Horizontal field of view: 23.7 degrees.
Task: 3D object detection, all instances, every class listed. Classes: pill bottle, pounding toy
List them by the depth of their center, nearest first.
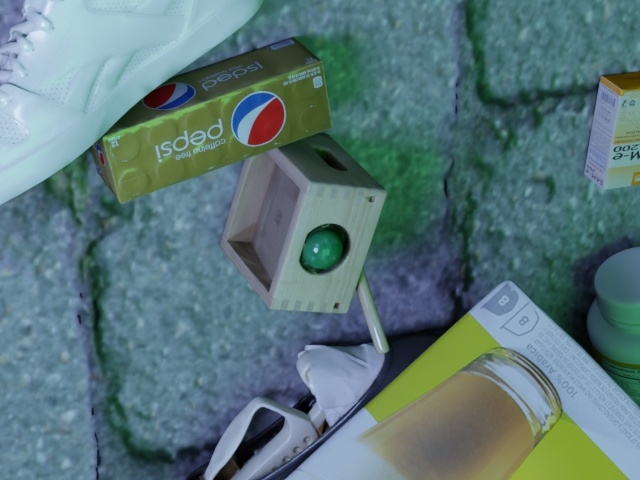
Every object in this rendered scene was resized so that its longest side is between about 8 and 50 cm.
[{"bbox_3d":[0.000,0.000,1.212,0.100,0.141,0.130,5,115,-30],"label":"pounding toy"},{"bbox_3d":[0.323,0.112,1.460,0.117,0.117,0.215,-29,126,-10],"label":"pill bottle"}]

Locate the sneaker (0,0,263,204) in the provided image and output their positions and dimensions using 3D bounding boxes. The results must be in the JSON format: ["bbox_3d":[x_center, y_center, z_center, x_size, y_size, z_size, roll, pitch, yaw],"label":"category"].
[{"bbox_3d":[-0.193,-0.156,1.053,0.292,0.108,0.169,-41,127,-13],"label":"sneaker"}]

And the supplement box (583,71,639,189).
[{"bbox_3d":[0.278,-0.099,1.366,0.062,0.036,0.098,-9,121,-22],"label":"supplement box"}]

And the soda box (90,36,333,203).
[{"bbox_3d":[-0.086,-0.093,1.166,0.181,0.058,0.061,-21,125,-16],"label":"soda box"}]

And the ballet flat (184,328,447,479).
[{"bbox_3d":[-0.006,0.158,1.334,0.280,0.095,0.096,-42,116,0],"label":"ballet flat"}]

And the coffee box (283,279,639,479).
[{"bbox_3d":[0.178,0.305,1.294,0.334,0.337,0.338,-42,152,-1],"label":"coffee box"}]
